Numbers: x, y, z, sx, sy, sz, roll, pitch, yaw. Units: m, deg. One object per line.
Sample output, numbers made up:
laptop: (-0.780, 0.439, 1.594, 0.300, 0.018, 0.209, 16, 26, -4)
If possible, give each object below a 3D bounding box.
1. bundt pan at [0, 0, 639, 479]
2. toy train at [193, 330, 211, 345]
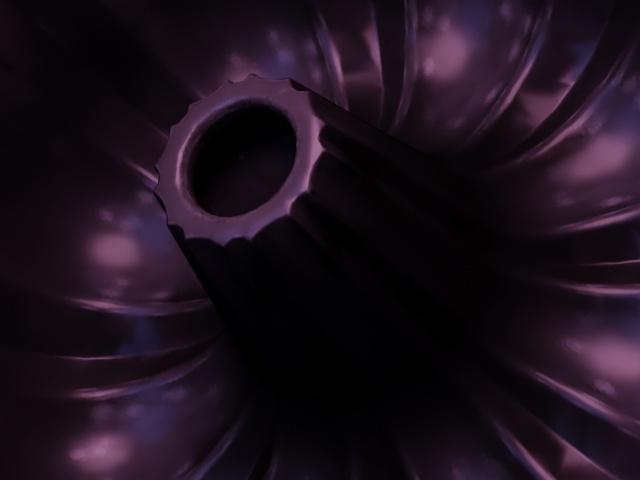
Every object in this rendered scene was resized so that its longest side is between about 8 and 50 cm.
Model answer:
bundt pan: (0.000, 0.000, 0.450, 0.331, 0.124, 0.330, -11, 63, 21)
toy train: (-0.091, 0.034, 0.583, 0.158, 0.027, 0.036, 16, 93, 38)
